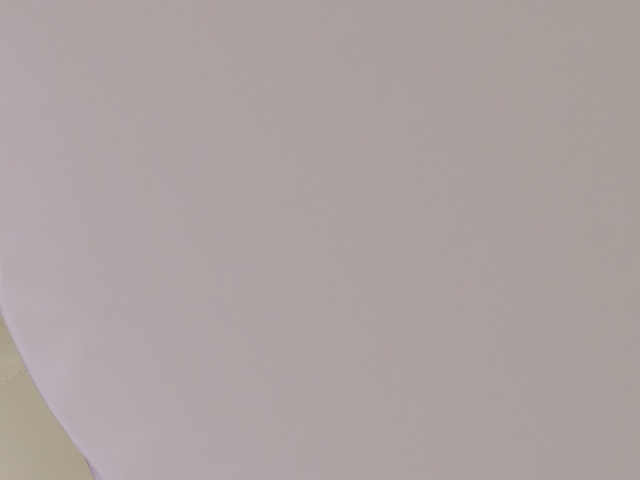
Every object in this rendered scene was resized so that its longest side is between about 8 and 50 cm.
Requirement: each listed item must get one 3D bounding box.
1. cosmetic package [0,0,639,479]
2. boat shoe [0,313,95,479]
[{"bbox_3d":[0.087,-0.117,0.591,0.327,0.393,0.329,-9,130,12],"label":"cosmetic package"},{"bbox_3d":[-0.160,0.069,0.885,0.109,0.091,0.305,-27,129,-9],"label":"boat shoe"}]
